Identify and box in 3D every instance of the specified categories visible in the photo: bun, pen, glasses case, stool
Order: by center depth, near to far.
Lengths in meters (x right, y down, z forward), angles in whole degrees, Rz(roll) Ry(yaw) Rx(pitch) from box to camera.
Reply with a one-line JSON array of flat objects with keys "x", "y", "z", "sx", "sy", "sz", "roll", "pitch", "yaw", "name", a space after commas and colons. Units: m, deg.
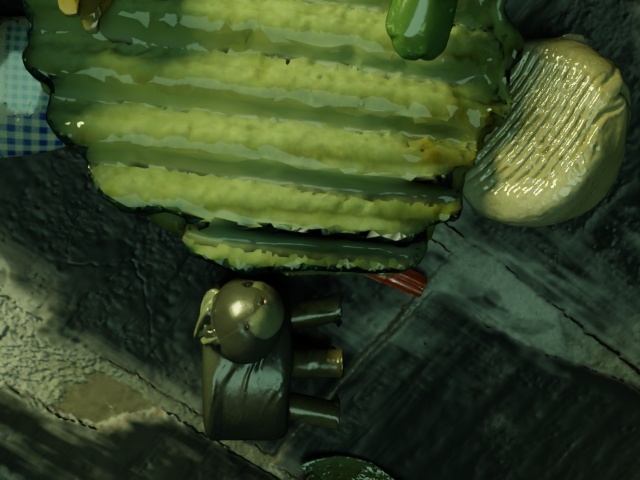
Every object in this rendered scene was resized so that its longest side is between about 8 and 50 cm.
[{"x": -0.372, "y": -0.131, "z": 0.879, "sx": 0.328, "sy": 0.076, "sz": 0.125, "roll": -6, "pitch": 113, "yaw": 0, "name": "glasses case"}, {"x": 0.204, "y": -0.098, "z": 0.887, "sx": 0.173, "sy": 0.113, "sz": 0.166, "roll": -23, "pitch": 80, "yaw": 27, "name": "bun"}, {"x": -0.048, "y": 0.117, "z": 0.931, "sx": 0.139, "sy": 0.228, "sz": 0.153, "roll": 1, "pitch": 83, "yaw": -3, "name": "stool"}, {"x": 0.000, "y": 0.000, "z": 0.973, "sx": 0.239, "sy": 0.028, "sz": 0.028, "roll": 24, "pitch": 111, "yaw": -11, "name": "pen"}]

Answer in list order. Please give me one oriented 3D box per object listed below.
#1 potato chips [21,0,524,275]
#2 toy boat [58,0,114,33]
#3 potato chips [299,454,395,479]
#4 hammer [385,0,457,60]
[{"x": -0.047, "y": -0.146, "z": 0.837, "sx": 0.429, "sy": 0.070, "sz": 0.358, "roll": 8, "pitch": 95, "yaw": -2, "name": "potato chips"}, {"x": -0.205, "y": -0.280, "z": 0.778, "sx": 0.088, "sy": 0.068, "sz": 0.225, "roll": -7, "pitch": 83, "yaw": 8, "name": "toy boat"}, {"x": 0.051, "y": 0.320, "z": 1.118, "sx": 0.142, "sy": 0.026, "sz": 0.209, "roll": -25, "pitch": 112, "yaw": 12, "name": "potato chips"}, {"x": 0.104, "y": -0.307, "z": 0.753, "sx": 0.207, "sy": 0.119, "sz": 0.335, "roll": 11, "pitch": 94, "yaw": -4, "name": "hammer"}]
